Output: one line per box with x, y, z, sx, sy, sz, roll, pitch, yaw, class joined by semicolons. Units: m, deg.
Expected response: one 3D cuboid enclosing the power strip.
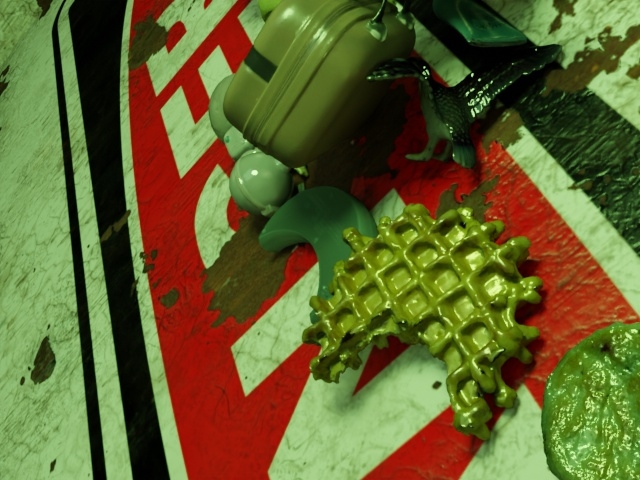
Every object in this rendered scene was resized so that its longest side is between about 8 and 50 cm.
0.000;0.000;1.065;0.167;0.054;0.253;-47;41;11;power strip

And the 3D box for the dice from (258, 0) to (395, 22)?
0.011;-0.414;1.223;0.166;0.169;0.169;9;73;48;dice

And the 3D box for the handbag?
0.024;-0.256;0.990;0.283;0.149;0.302;-53;-7;31;handbag

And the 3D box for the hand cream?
0.206;-0.309;1.014;0.224;0.083;0.048;-112;20;-57;hand cream

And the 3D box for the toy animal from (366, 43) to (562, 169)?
0.145;-0.181;0.956;0.197;0.272;0.160;23;114;60;toy animal

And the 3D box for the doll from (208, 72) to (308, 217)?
-0.109;-0.158;1.216;0.151;0.151;0.287;-35;48;27;doll

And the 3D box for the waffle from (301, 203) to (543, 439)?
0.114;0.072;0.852;0.293;0.069;0.260;9;73;37;waffle

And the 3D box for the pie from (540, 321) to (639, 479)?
0.287;0.161;0.665;0.187;0.041;0.187;-26;50;35;pie
